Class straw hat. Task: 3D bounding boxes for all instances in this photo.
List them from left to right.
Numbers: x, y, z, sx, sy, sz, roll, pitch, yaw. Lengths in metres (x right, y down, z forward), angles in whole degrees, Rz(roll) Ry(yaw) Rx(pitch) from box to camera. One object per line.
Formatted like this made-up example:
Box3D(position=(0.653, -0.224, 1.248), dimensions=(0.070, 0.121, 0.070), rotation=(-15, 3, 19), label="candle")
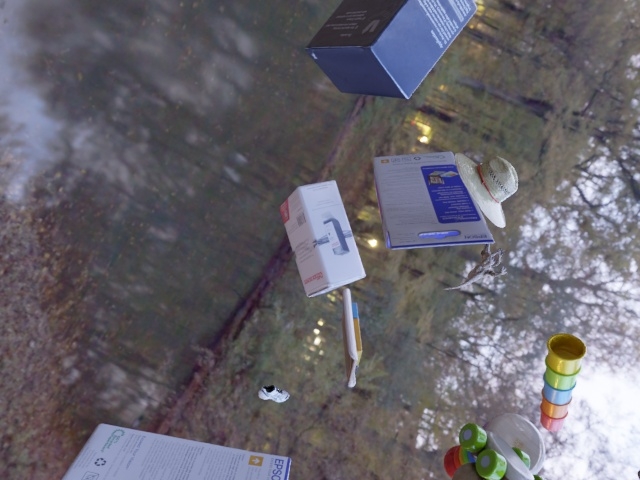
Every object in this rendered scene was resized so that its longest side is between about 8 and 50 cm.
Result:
Box3D(position=(0.285, -0.098, 0.921), dimensions=(0.061, 0.144, 0.144), rotation=(-34, -166, 31), label="straw hat")

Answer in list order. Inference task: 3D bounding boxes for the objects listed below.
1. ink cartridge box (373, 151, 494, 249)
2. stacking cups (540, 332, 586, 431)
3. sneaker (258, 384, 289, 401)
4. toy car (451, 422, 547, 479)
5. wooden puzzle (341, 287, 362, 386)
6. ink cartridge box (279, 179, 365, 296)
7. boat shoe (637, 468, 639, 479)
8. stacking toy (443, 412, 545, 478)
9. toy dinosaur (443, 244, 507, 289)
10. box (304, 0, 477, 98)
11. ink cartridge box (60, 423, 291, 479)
Box3D(position=(0.204, -0.070, 1.108), dimensions=(0.371, 0.175, 0.069), rotation=(-90, 175, -60), label="ink cartridge box")
Box3D(position=(0.644, 0.390, 1.528), dimensions=(0.096, 0.096, 0.316), rotation=(-61, 149, -46), label="stacking cups")
Box3D(position=(-0.115, 0.387, 1.447), dimensions=(0.037, 0.083, 0.032), rotation=(-64, -151, 30), label="sneaker")
Box3D(position=(0.307, 0.476, 1.088), dimensions=(0.188, 0.155, 0.149), rotation=(-54, -159, 10), label="toy car")
Box3D(position=(0.092, 0.290, 1.682), dimensions=(0.239, 0.044, 0.221), rotation=(87, -1, -55), label="wooden puzzle")
Box3D(position=(0.000, 0.000, 1.227), dimensions=(0.158, 0.092, 0.218), rotation=(146, -71, -67), label="ink cartridge box")
Box3D(position=(1.010, 0.616, 1.460), dimensions=(0.130, 0.132, 0.355), rotation=(-29, -170, -31), label="boat shoe")
Box3D(position=(0.392, 0.519, 1.361), dimensions=(0.141, 0.141, 0.330), rotation=(-62, 176, -32), label="stacking toy")
Box3D(position=(0.351, 0.066, 1.236), dimensions=(0.183, 0.053, 0.092), rotation=(-40, -173, -37), label="toy dinosaur")
Box3D(position=(0.089, -0.279, 0.752), dimensions=(0.158, 0.093, 0.156), rotation=(-52, -145, -7), label="box")
Box3D(position=(-0.224, 0.410, 0.799), dimensions=(0.324, 0.330, 0.071), rotation=(-76, 177, -70), label="ink cartridge box")
